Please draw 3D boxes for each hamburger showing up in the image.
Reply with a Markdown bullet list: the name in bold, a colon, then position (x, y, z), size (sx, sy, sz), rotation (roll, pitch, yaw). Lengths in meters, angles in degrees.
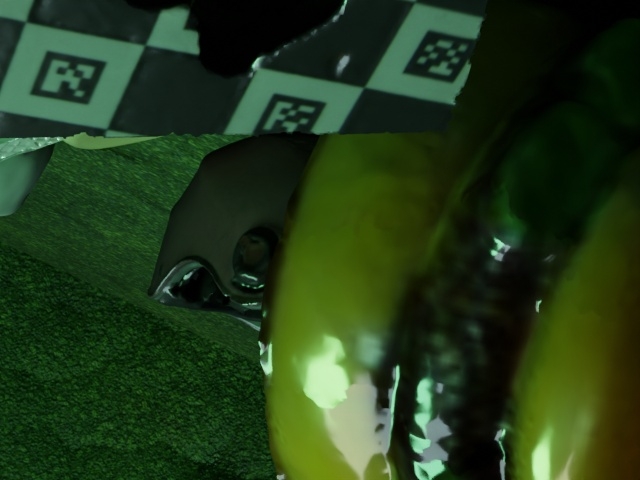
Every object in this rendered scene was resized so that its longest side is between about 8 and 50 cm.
- **hamburger**: position (0.169, 0.034, 1.063), size (0.277, 0.396, 0.396), rotation (18, 167, 25)

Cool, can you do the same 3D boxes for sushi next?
- **sushi**: position (-0.068, -0.181, 0.787), size (0.339, 0.069, 0.320), rotation (-3, 140, -12)

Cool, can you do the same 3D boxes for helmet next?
- **helmet**: position (0.000, 0.000, 1.590), size (0.338, 0.197, 0.271), rotation (2, 165, 42)

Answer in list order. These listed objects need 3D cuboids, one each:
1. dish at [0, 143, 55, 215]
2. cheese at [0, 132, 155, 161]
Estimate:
- **dish**: position (-0.363, -0.153, 1.669), size (0.256, 0.117, 0.256), rotation (37, -160, -15)
- **cheese**: position (-0.220, -0.112, 1.513), size (0.251, 0.054, 0.127), rotation (-20, 163, 2)
